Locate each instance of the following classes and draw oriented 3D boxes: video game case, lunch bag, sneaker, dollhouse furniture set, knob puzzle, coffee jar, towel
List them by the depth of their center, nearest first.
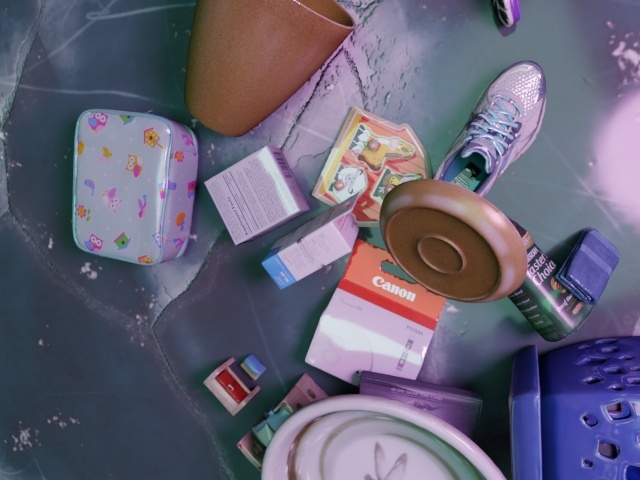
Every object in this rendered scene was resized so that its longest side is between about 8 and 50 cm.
[{"bbox_3d":[0.293,-0.408,0.752,0.071,0.068,0.170,2,96,9],"label":"sneaker"},{"bbox_3d":[0.400,0.038,0.756,0.067,0.119,0.029,44,146,5],"label":"towel"},{"bbox_3d":[0.253,-0.139,0.759,0.110,0.122,0.283,31,98,9],"label":"sneaker"},{"bbox_3d":[0.322,0.059,0.782,0.184,0.079,0.096,45,70,6],"label":"coffee jar"},{"bbox_3d":[0.101,-0.108,0.857,0.213,0.030,0.213,2,97,15],"label":"knob puzzle"},{"bbox_3d":[0.156,0.359,0.866,0.195,0.026,0.275,7,113,14],"label":"video game case"},{"bbox_3d":[-0.106,0.278,0.907,0.184,0.129,0.129,45,105,6],"label":"dollhouse furniture set"},{"bbox_3d":[-0.349,-0.104,0.941,0.223,0.108,0.280,10,98,17],"label":"lunch bag"}]

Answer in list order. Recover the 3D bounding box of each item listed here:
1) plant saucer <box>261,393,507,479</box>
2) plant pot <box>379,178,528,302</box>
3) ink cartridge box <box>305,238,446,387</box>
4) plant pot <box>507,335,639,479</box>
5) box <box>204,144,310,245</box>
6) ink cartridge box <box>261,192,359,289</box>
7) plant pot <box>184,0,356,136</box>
[{"bbox_3d":[0.106,0.397,0.787,0.400,0.100,0.401,7,109,21],"label":"plant saucer"},{"bbox_3d":[0.184,0.014,0.755,0.236,0.032,0.236,28,148,20],"label":"plant pot"},{"bbox_3d":[0.100,0.141,0.875,0.189,0.066,0.233,23,106,11],"label":"ink cartridge box"},{"bbox_3d":[0.384,0.277,0.726,0.212,0.236,0.236,-3,97,23],"label":"plant pot"},{"bbox_3d":[-0.110,-0.078,0.897,0.137,0.072,0.126,-27,89,16],"label":"box"},{"bbox_3d":[0.000,0.000,0.847,0.180,0.104,0.060,-30,103,21],"label":"ink cartridge box"},{"bbox_3d":[-0.111,-0.300,0.808,0.237,0.237,0.254,42,119,7],"label":"plant pot"}]
